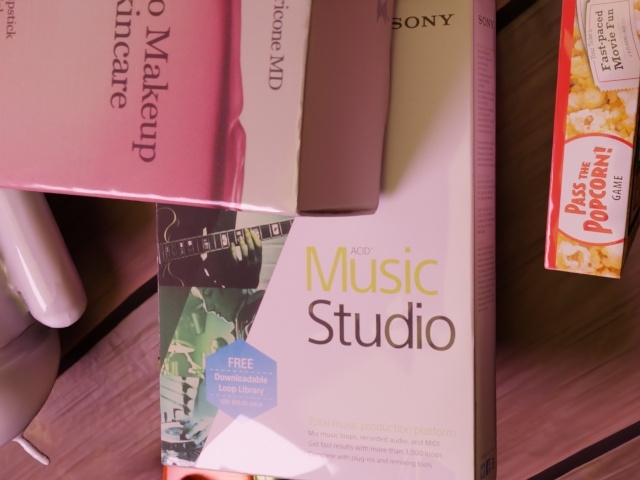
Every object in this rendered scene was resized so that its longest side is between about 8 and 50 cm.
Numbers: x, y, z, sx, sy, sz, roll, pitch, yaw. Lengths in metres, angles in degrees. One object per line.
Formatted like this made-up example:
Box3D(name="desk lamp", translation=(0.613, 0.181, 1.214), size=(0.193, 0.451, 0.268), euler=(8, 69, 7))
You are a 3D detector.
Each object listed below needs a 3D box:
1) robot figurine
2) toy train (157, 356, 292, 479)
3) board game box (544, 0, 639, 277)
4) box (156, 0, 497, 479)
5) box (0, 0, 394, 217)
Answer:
Box3D(name="robot figurine", translation=(-0.326, 0.032, 0.876), size=(0.300, 0.200, 0.353), euler=(-11, 105, 23))
Box3D(name="toy train", translation=(-0.103, 0.150, 0.890), size=(0.248, 0.105, 0.143), euler=(-5, 98, 25))
Box3D(name="board game box", translation=(0.169, -0.095, 0.642), size=(0.045, 0.147, 0.193), euler=(7, 112, 20))
Box3D(name="box", translation=(0.000, 0.000, 0.756), size=(0.232, 0.058, 0.322), euler=(0, 92, 23))
Box3D(name="box", translation=(-0.086, -0.097, 0.689), size=(0.232, 0.127, 0.148), euler=(6, 95, 24))
